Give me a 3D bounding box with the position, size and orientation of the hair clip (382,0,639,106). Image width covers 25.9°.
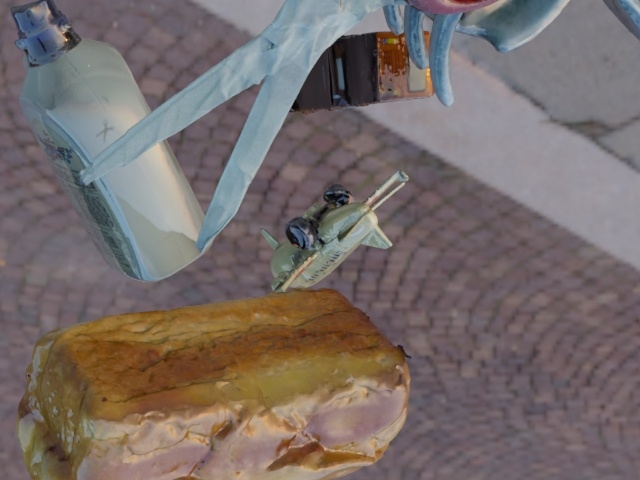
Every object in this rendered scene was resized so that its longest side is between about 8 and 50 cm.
[{"bbox_3d":[0.150,-0.314,1.323,0.238,0.318,0.392,-24,139,-2],"label":"hair clip"}]

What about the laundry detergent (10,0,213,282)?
[{"bbox_3d":[-0.220,-0.107,1.337,0.215,0.105,0.280,28,149,61],"label":"laundry detergent"}]

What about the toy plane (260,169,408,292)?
[{"bbox_3d":[0.000,0.000,1.588,0.092,0.229,0.244,53,147,-10],"label":"toy plane"}]

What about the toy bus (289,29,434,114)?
[{"bbox_3d":[0.024,-0.208,1.762,0.092,0.093,0.409,-6,-174,-19],"label":"toy bus"}]

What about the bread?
[{"bbox_3d":[-0.093,0.154,1.256,0.344,0.195,0.148,-6,123,-30],"label":"bread"}]

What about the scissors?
[{"bbox_3d":[-0.009,-0.097,0.665,0.144,0.017,0.247,32,110,-32],"label":"scissors"}]
